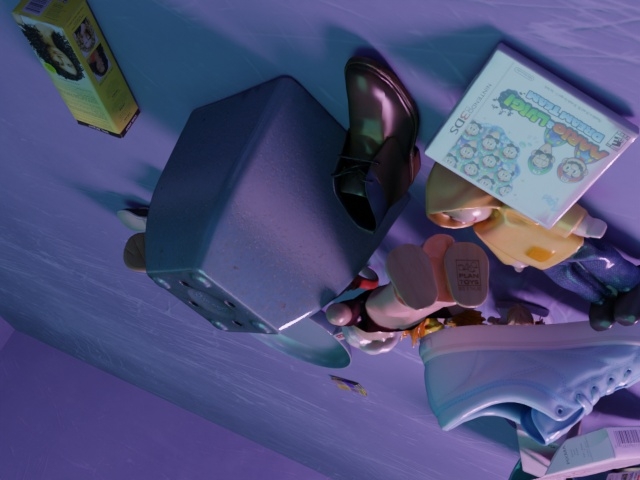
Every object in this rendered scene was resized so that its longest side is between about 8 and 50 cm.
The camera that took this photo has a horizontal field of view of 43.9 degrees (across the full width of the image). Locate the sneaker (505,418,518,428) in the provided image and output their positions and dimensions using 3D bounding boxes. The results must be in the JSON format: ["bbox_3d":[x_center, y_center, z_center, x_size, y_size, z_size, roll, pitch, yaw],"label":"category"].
[{"bbox_3d":[0.361,0.319,1.482,0.071,0.068,0.170,21,157,29],"label":"sneaker"}]

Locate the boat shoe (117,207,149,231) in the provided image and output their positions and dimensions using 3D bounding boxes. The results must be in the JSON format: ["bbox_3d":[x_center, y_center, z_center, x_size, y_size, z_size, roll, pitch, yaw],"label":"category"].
[{"bbox_3d":[-0.340,-0.044,1.532,0.125,0.038,0.046,7,130,37],"label":"boat shoe"}]

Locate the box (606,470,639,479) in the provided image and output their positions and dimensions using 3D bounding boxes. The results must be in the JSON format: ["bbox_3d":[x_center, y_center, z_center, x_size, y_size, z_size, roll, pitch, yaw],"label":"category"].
[{"bbox_3d":[0.625,0.475,1.412,0.207,0.036,0.114,30,155,-4],"label":"box"}]

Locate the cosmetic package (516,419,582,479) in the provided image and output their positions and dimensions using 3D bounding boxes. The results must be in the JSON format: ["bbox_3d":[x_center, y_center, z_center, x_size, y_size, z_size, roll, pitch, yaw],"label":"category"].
[{"bbox_3d":[0.407,0.338,1.406,0.085,0.117,0.231,17,153,25],"label":"cosmetic package"}]

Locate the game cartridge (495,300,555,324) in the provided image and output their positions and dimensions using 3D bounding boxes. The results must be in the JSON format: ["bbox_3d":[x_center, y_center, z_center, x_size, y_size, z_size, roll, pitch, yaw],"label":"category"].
[{"bbox_3d":[0.304,0.112,1.183,0.083,0.017,0.056,9,147,36],"label":"game cartridge"}]

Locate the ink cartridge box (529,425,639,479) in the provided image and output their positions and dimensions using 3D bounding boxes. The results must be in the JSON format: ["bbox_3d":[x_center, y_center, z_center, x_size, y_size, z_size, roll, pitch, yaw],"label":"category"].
[{"bbox_3d":[0.451,0.352,1.308,0.181,0.056,0.224,5,155,-31],"label":"ink cartridge box"}]

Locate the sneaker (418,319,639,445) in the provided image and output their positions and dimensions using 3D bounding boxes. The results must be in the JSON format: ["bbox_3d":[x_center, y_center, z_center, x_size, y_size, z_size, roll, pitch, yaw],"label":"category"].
[{"bbox_3d":[0.314,0.189,1.026,0.366,0.150,0.135,-4,158,4],"label":"sneaker"}]

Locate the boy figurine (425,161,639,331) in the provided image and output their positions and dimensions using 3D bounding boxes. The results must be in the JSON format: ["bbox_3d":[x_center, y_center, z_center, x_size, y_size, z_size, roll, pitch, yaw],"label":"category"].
[{"bbox_3d":[0.249,-0.005,0.913,0.285,0.092,0.177,31,160,-12],"label":"boy figurine"}]

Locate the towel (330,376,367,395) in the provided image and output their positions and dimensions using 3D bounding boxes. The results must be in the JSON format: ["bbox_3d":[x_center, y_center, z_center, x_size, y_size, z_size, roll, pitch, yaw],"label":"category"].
[{"bbox_3d":[0.069,0.355,1.936,0.083,0.009,0.060,9,149,37],"label":"towel"}]

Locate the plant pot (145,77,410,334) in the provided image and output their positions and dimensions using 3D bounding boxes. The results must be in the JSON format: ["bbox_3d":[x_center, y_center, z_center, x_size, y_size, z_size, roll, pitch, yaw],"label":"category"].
[{"bbox_3d":[-0.084,-0.017,1.044,0.247,0.252,0.248,41,154,-28],"label":"plant pot"}]

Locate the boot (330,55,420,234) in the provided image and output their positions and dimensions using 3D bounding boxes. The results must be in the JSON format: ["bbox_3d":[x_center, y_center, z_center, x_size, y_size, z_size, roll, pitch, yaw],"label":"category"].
[{"bbox_3d":[0.059,-0.100,0.900,0.082,0.106,0.219,14,153,28],"label":"boot"}]

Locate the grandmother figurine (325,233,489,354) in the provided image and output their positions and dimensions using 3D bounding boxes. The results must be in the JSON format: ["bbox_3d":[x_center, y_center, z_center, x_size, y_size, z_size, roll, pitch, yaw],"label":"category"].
[{"bbox_3d":[0.104,0.080,1.031,0.207,0.104,0.342,7,163,-13],"label":"grandmother figurine"}]

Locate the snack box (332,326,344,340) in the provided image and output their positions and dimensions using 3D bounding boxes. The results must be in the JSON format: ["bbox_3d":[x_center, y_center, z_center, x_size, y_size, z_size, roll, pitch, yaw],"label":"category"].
[{"bbox_3d":[0.076,0.136,1.414,0.022,0.064,0.178,35,156,-11],"label":"snack box"}]

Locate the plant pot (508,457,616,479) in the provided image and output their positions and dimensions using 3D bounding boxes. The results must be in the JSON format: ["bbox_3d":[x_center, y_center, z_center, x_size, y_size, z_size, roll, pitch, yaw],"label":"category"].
[{"bbox_3d":[0.538,0.568,1.583,0.255,0.272,0.271,16,159,-12],"label":"plant pot"}]

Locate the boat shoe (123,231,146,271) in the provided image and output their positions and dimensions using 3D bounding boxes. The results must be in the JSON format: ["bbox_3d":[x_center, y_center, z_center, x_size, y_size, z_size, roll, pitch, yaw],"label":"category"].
[{"bbox_3d":[-0.241,0.036,1.525,0.285,0.103,0.092,3,173,23],"label":"boat shoe"}]

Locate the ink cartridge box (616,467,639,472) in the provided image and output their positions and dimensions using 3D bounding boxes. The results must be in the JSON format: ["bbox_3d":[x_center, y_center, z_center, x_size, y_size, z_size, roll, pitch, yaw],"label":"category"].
[{"bbox_3d":[0.678,0.476,1.473,0.171,0.056,0.235,29,155,-2],"label":"ink cartridge box"}]

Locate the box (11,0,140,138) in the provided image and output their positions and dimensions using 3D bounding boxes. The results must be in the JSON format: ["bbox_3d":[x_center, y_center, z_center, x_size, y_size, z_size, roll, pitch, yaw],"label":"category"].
[{"bbox_3d":[-0.331,-0.240,1.099,0.087,0.058,0.232,20,156,18],"label":"box"}]

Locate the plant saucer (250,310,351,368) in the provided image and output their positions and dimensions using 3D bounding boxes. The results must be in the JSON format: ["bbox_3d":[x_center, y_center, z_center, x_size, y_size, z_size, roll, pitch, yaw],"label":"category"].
[{"bbox_3d":[-0.071,0.175,1.681,0.317,0.044,0.317,24,156,11],"label":"plant saucer"}]

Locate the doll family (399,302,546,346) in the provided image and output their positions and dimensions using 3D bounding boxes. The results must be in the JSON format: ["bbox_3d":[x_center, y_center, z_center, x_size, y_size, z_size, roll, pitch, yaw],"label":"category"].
[{"bbox_3d":[0.207,0.135,1.177,0.263,0.118,0.163,20,154,35],"label":"doll family"}]

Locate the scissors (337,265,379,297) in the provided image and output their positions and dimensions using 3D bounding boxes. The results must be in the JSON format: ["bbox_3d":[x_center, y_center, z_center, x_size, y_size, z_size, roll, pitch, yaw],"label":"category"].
[{"bbox_3d":[0.045,0.064,1.161,0.109,0.021,0.297,23,-171,-7],"label":"scissors"}]

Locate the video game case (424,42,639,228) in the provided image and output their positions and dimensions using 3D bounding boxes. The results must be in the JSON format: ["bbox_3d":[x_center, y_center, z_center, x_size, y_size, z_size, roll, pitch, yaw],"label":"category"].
[{"bbox_3d":[0.204,-0.098,0.787,0.157,0.019,0.143,31,132,-2],"label":"video game case"}]
